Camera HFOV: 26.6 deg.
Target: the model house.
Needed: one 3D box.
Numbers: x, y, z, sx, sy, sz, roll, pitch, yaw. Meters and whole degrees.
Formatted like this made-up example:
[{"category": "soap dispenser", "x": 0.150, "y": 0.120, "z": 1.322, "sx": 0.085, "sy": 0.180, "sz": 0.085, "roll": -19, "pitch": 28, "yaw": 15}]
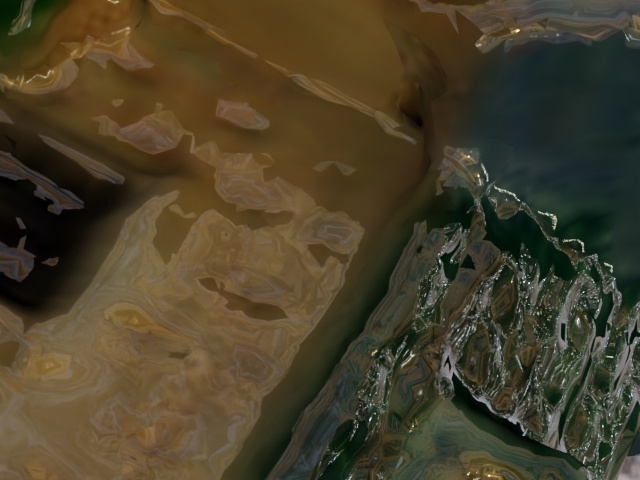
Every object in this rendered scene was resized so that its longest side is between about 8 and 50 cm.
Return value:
[{"category": "model house", "x": 0.000, "y": 0.000, "z": 0.428, "sx": 0.342, "sy": 0.334, "sz": 0.382, "roll": 31, "pitch": -119, "yaw": 12}]
